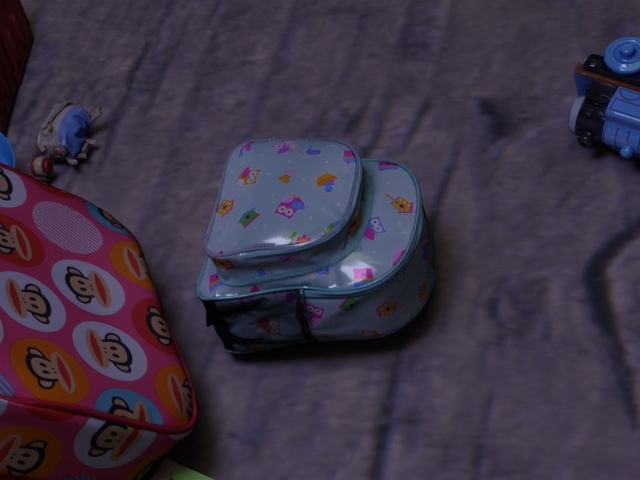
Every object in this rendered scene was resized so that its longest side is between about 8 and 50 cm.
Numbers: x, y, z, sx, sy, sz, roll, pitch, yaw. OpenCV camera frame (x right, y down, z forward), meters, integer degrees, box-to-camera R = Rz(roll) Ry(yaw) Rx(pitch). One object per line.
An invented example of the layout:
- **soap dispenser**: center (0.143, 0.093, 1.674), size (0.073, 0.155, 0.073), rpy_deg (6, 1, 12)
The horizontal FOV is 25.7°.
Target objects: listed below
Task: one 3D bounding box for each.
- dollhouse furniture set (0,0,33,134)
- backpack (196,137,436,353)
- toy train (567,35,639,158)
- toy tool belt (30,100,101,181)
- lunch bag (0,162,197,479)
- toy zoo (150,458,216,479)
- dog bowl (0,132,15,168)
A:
- **dollhouse furniture set**: center (-0.442, -0.275, 1.341), size (0.201, 0.374, 0.152), rpy_deg (-5, 48, 12)
- **backpack**: center (0.000, 0.000, 1.168), size (0.188, 0.144, 0.165), rpy_deg (2, 48, 11)
- **toy train**: center (0.301, -0.109, 1.222), size (0.184, 0.080, 0.105), rpy_deg (22, 67, 27)
- **toy tool belt**: center (-0.245, -0.097, 1.359), size (0.051, 0.052, 0.083), rpy_deg (-1, 53, 23)
- **lunch bag**: center (-0.248, 0.058, 1.103), size (0.120, 0.258, 0.293), rpy_deg (-49, 44, 23)
- **toy zoo**: center (-0.043, 0.292, 1.021), size (0.293, 0.030, 0.192), rpy_deg (19, 60, 26)
- **dog bowl**: center (-0.429, -0.042, 1.312), size (0.297, 0.074, 0.166), rpy_deg (3, 43, 3)
